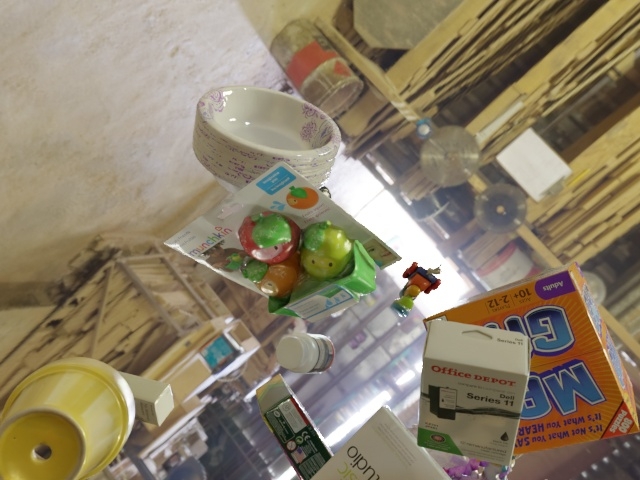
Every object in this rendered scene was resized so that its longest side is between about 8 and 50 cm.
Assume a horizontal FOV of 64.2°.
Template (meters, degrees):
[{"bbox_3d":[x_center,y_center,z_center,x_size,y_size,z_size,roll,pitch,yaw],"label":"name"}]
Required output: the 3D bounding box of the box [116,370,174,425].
[{"bbox_3d":[-0.638,0.521,1.708,0.094,0.274,0.113,-55,149,-57],"label":"box"}]

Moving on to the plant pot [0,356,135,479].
[{"bbox_3d":[-0.522,0.381,1.019,0.254,0.254,0.239,-39,-174,-9],"label":"plant pot"}]

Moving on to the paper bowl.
[{"bbox_3d":[-0.112,-0.182,1.016,0.284,0.284,0.148,-30,149,-47],"label":"paper bowl"}]

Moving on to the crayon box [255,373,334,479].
[{"bbox_3d":[-0.044,0.585,1.468,0.106,0.363,0.313,-32,-178,-10],"label":"crayon box"}]

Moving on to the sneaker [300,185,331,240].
[{"bbox_3d":[0.000,0.000,1.250,0.124,0.284,0.107,3,165,46],"label":"sneaker"}]

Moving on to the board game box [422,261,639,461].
[{"bbox_3d":[0.532,0.287,1.292,0.356,0.357,0.356,-25,169,28],"label":"board game box"}]

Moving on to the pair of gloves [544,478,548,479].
[{"bbox_3d":[0.571,0.666,1.120,0.042,0.204,0.240,-24,-161,8],"label":"pair of gloves"}]

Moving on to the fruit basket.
[{"bbox_3d":[-0.067,0.028,0.993,0.326,0.166,0.353,-28,140,30],"label":"fruit basket"}]

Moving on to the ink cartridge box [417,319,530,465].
[{"bbox_3d":[0.233,0.238,0.797,0.087,0.152,0.209,-59,150,-53],"label":"ink cartridge box"}]

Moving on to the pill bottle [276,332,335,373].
[{"bbox_3d":[-0.042,0.302,1.364,0.108,0.108,0.180,-43,154,10],"label":"pill bottle"}]

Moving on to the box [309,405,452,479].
[{"bbox_3d":[0.090,0.514,0.965,0.322,0.232,0.058,-47,151,3],"label":"box"}]

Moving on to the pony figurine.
[{"bbox_3d":[0.399,0.686,1.424,0.350,0.364,0.303,-5,-151,2],"label":"pony figurine"}]

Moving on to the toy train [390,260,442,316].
[{"bbox_3d":[0.279,0.143,1.493,0.143,0.105,0.248,-53,174,-13],"label":"toy train"}]
